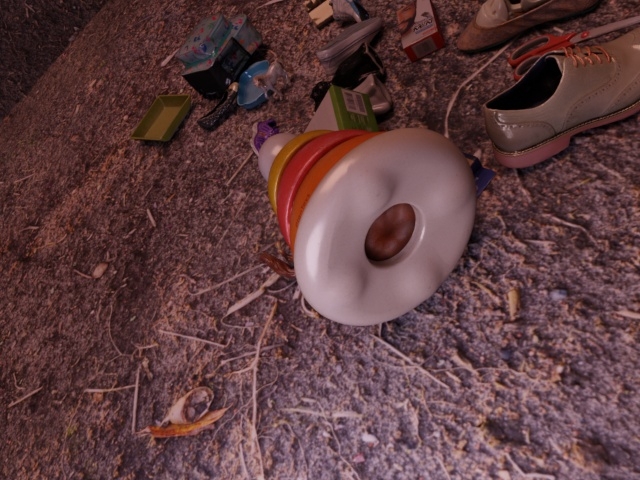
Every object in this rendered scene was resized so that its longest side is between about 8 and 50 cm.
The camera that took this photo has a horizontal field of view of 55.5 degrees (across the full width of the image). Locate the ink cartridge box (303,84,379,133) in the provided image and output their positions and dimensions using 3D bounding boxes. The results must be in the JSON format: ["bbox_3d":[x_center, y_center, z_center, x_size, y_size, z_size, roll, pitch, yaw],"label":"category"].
[{"bbox_3d":[0.026,-0.191,1.384,0.255,0.096,0.189,-53,38,45],"label":"ink cartridge box"}]

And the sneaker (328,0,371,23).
[{"bbox_3d":[0.079,-0.646,1.726,0.083,0.071,0.191,-46,47,23],"label":"sneaker"}]

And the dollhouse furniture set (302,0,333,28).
[{"bbox_3d":[0.028,-0.732,1.859,0.144,0.123,0.151,-31,79,14],"label":"dollhouse furniture set"}]

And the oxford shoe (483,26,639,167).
[{"bbox_3d":[0.474,-0.286,1.078,0.397,0.146,0.140,-35,41,5],"label":"oxford shoe"}]

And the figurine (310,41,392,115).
[{"bbox_3d":[0.062,-0.352,1.504,0.209,0.092,0.215,-30,45,27],"label":"figurine"}]

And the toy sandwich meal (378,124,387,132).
[{"bbox_3d":[0.114,-0.239,1.405,0.085,0.029,0.086,-20,48,24],"label":"toy sandwich meal"}]

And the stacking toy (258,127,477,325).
[{"bbox_3d":[0.018,-0.102,1.135,0.350,0.350,0.480,-45,42,-1],"label":"stacking toy"}]

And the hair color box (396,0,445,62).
[{"bbox_3d":[0.247,-0.529,1.515,0.093,0.053,0.167,-23,45,23],"label":"hair color box"}]

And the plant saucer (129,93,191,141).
[{"bbox_3d":[-0.512,-0.391,1.988,0.188,0.045,0.188,11,65,42],"label":"plant saucer"}]

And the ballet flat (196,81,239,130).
[{"bbox_3d":[-0.301,-0.402,1.812,0.173,0.049,0.057,-51,29,9],"label":"ballet flat"}]

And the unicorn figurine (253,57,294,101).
[{"bbox_3d":[-0.136,-0.442,1.693,0.060,0.111,0.162,-5,55,34],"label":"unicorn figurine"}]

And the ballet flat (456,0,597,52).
[{"bbox_3d":[0.433,-0.512,1.320,0.315,0.106,0.108,-15,50,28],"label":"ballet flat"}]

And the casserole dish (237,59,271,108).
[{"bbox_3d":[-0.191,-0.458,1.804,0.114,0.037,0.189,-22,48,22],"label":"casserole dish"}]

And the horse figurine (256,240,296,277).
[{"bbox_3d":[0.000,0.000,1.272,0.263,0.066,0.174,-38,49,-4],"label":"horse figurine"}]

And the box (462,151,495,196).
[{"bbox_3d":[0.226,-0.130,1.232,0.136,0.036,0.225,-51,44,-7],"label":"box"}]

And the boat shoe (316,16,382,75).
[{"bbox_3d":[0.081,-0.513,1.614,0.226,0.076,0.083,-37,34,-21],"label":"boat shoe"}]

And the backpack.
[{"bbox_3d":[-0.312,-0.595,1.899,0.225,0.191,0.254,7,55,50],"label":"backpack"}]

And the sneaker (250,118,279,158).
[{"bbox_3d":[-0.141,-0.264,1.595,0.071,0.068,0.170,-20,47,17],"label":"sneaker"}]

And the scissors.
[{"bbox_3d":[0.504,-0.403,1.196,0.297,0.021,0.109,-22,42,42],"label":"scissors"}]
